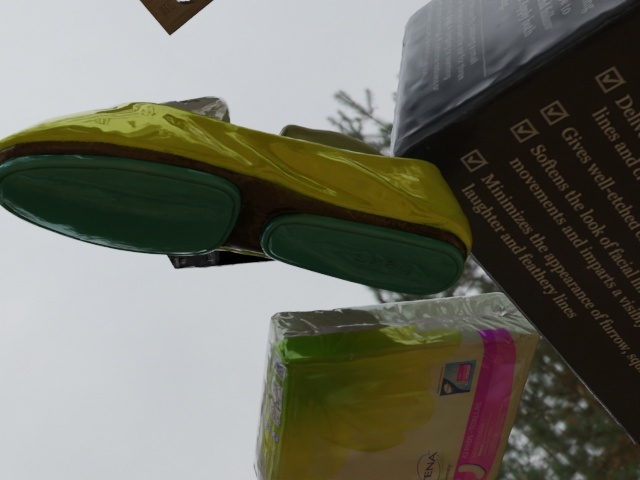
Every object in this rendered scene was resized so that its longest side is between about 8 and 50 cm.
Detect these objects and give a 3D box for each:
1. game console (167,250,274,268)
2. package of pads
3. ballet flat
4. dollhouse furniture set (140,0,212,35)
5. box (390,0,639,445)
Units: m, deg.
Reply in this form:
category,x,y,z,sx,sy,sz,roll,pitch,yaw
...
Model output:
category,x,y,z,sx,sy,sz,roll,pitch,yaw
game console,0.000,0.000,0.915,0.213,0.361,0.044,-5,-90,-43
package of pads,0.078,0.184,0.907,0.296,0.101,0.229,-3,-59,-18
ballet flat,-0.034,-0.029,0.389,0.230,0.077,0.077,11,-35,-18
dollhouse furniture set,-0.188,-0.332,0.814,0.101,0.182,0.161,-38,-37,3
box,0.287,-0.097,0.491,0.395,0.212,0.293,-30,-63,28
